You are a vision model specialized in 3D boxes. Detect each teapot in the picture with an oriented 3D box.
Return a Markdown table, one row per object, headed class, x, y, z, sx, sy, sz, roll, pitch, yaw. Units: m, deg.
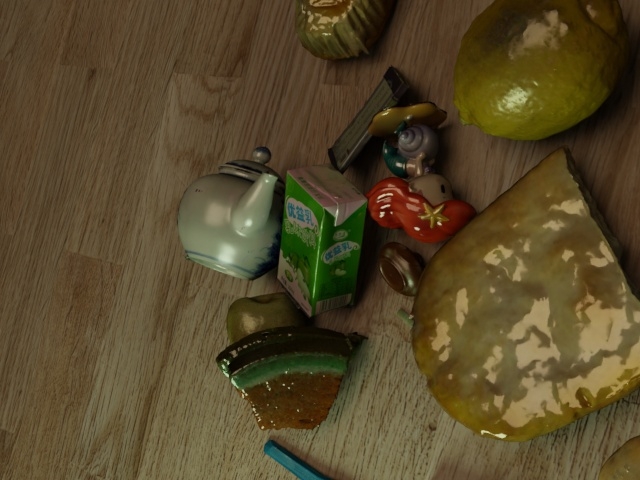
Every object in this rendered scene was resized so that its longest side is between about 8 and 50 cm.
| class | x | y | z | sx | sy | sz | roll | pitch | yaw |
| --- | --- | --- | --- | --- | --- | --- | --- | --- | --- |
| teapot | -0.164 | -0.068 | 2.185 | 0.424 | 0.252 | 0.280 | 165 | 125 | -74 |
| teapot | 0.169 | 0.055 | 2.009 | 0.129 | 0.078 | 0.098 | 47 | 149 | 27 |

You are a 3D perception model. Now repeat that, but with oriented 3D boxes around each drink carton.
| class | x | y | z | sx | sy | sz | roll | pitch | yaw |
| --- | --- | --- | --- | --- | --- | --- | --- | --- | --- |
| drink carton | 0.000 | 0.000 | 2.052 | 0.161 | 0.108 | 0.271 | 46 | 139 | 45 |

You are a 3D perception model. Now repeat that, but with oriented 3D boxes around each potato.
| class | x | y | z | sx | sy | sz | roll | pitch | yaw |
| --- | --- | --- | --- | --- | --- | --- | --- | --- | --- |
| potato | 0.509 | 0.366 | 1.619 | 0.178 | 0.118 | 0.109 | -51 | 16 | 34 |

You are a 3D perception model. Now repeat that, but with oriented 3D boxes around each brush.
| class | x | y | z | sx | sy | sz | roll | pitch | yaw |
| --- | --- | --- | --- | --- | --- | --- | --- | --- | --- |
| brush | 0.175 | 0.160 | 2.010 | 0.083 | 0.013 | 0.016 | 44 | 108 | 39 |

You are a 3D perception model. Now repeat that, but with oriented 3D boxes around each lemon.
| class | x | y | z | sx | sy | sz | roll | pitch | yaw |
| --- | --- | --- | --- | --- | --- | --- | --- | --- | --- |
| lemon | 0.381 | -0.311 | 1.805 | 0.316 | 0.285 | 0.285 | 102 | 152 | -58 |

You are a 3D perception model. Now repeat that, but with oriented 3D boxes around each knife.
| class | x | y | z | sx | sy | sz | roll | pitch | yaw |
| --- | --- | --- | --- | --- | --- | --- | --- | --- | --- |
| knife | -0.015 | 0.470 | 2.075 | 0.296 | 0.026 | 0.044 | 26 | 92 | 43 |

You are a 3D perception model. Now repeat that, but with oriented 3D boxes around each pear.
| class | x | y | z | sx | sy | sz | roll | pitch | yaw |
| --- | --- | --- | --- | --- | --- | --- | --- | --- | --- |
| pear | -0.111 | 0.179 | 2.140 | 0.167 | 0.167 | 0.137 | 11 | 111 | 41 |

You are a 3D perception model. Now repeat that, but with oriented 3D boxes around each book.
| class | x | y | z | sx | sy | sz | roll | pitch | yaw |
| --- | --- | --- | --- | --- | --- | --- | --- | --- | --- |
| book | 0.096 | -0.243 | 2.121 | 0.231 | 0.026 | 0.157 | -53 | 18 | 16 |

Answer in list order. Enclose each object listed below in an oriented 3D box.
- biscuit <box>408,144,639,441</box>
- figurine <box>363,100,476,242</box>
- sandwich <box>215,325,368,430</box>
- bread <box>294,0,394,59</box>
| class | x | y | z | sx | sy | sz | roll | pitch | yaw |
| --- | --- | --- | --- | --- | --- | --- | --- | --- | --- |
| biscuit | 0.354 | 0.128 | 1.772 | 0.446 | 0.104 | 0.429 | -41 | 55 | 20 |
| figurine | 0.178 | -0.110 | 1.990 | 0.208 | 0.181 | 0.257 | -7 | 71 | -4 |
| sandwich | -0.063 | 0.271 | 2.038 | 0.109 | 0.292 | 0.212 | -104 | 25 | -72 |
| bread | 0.056 | -0.580 | 2.218 | 0.236 | 0.183 | 0.389 | 15 | 81 | 25 |
